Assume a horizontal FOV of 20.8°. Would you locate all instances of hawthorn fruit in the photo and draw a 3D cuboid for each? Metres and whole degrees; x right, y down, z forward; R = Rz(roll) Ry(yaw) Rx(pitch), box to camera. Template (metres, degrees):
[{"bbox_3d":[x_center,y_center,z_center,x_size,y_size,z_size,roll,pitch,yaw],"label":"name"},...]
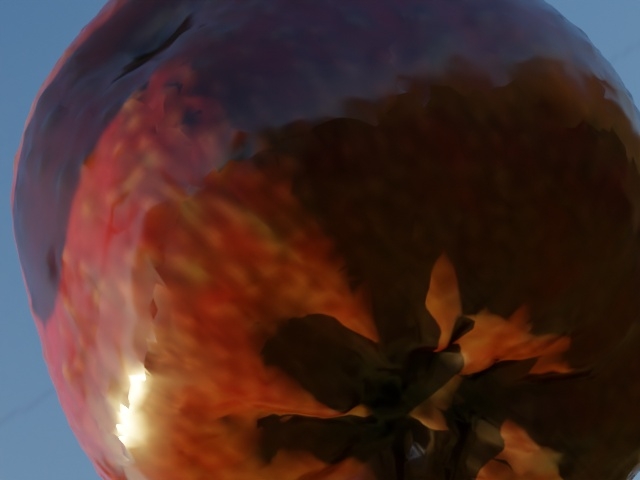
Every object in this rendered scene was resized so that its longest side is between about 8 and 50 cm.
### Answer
[{"bbox_3d":[0.000,0.000,0.730,0.275,0.299,0.275,-24,-47,-29],"label":"hawthorn fruit"}]
